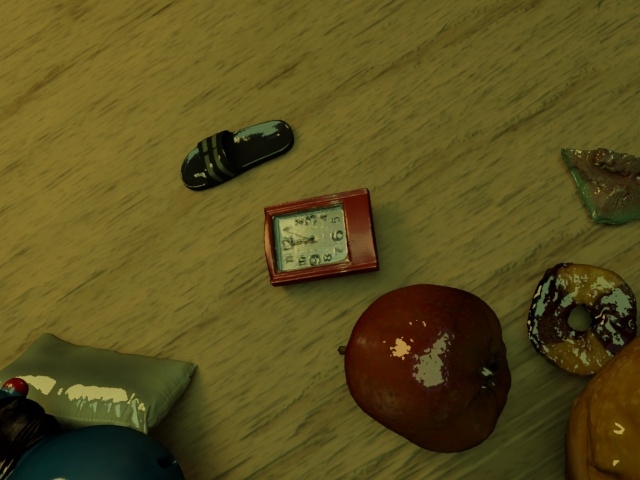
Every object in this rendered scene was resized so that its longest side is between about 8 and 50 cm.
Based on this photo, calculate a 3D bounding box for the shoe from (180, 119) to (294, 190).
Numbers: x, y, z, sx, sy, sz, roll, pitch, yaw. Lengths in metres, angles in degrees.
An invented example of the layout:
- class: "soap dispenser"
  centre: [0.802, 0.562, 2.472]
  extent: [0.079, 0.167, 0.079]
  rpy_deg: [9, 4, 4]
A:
- class: "shoe"
  centre: [-0.128, -0.134, 0.976]
  extent: [0.179, 0.049, 0.071]
  rpy_deg: [-21, 73, 4]

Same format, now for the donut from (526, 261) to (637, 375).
- class: "donut"
  centre: [0.322, 0.098, 0.836]
  extent: [0.140, 0.059, 0.141]
  rpy_deg: [-2, 75, 9]

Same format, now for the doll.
- class: "doll"
  centre: [-0.288, 0.303, 0.737]
  extent: [0.309, 0.284, 0.240]
  rpy_deg: [30, 83, 12]

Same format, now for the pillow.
- class: "pillow"
  centre: [-0.308, 0.188, 0.894]
  extent: [0.253, 0.078, 0.144]
  rpy_deg: [7, 36, 12]

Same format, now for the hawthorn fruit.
- class: "hawthorn fruit"
  centre: [0.111, 0.145, 0.813]
  extent: [0.225, 0.196, 0.197]
  rpy_deg: [4, 75, 36]

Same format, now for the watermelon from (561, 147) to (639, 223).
- class: "watermelon"
  centre: [0.401, -0.072, 0.866]
  extent: [0.155, 0.080, 0.101]
  rpy_deg: [4, 85, -5]

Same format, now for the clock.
- class: "clock"
  centre: [0.000, 0.000, 0.916]
  extent: [0.155, 0.061, 0.113]
  rpy_deg: [-9, 75, 11]

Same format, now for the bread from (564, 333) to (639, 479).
- class: "bread"
  centre: [0.406, 0.185, 0.646]
  extent: [0.361, 0.394, 0.250]
  rpy_deg: [-29, 57, 4]
